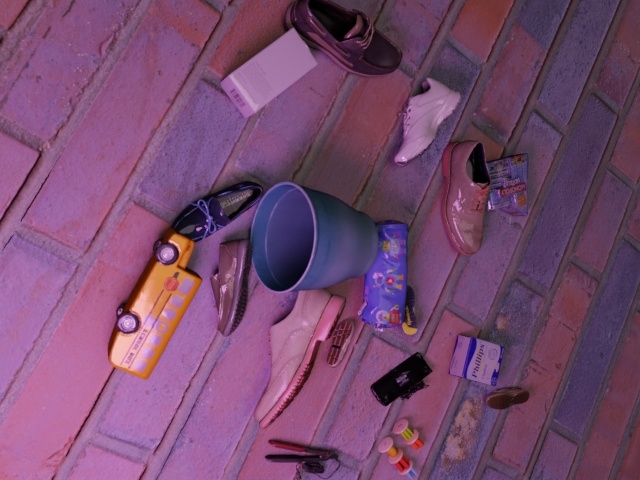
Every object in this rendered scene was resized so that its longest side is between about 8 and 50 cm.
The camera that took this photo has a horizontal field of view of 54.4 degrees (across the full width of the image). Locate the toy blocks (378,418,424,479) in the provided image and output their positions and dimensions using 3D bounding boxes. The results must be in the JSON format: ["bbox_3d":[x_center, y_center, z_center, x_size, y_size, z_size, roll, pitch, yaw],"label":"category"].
[{"bbox_3d":[0.252,0.610,1.803,0.123,0.054,0.148,-45,107,-17],"label":"toy blocks"}]

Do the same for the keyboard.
[{"bbox_3d":[0.239,0.416,1.816,0.192,0.038,0.100,-30,79,-21],"label":"keyboard"}]

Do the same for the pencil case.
[{"bbox_3d":[0.174,0.095,1.730,0.133,0.119,0.307,3,89,-16],"label":"pencil case"}]

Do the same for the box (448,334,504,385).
[{"bbox_3d":[0.476,0.365,1.896,0.137,0.072,0.126,18,82,-23],"label":"box"}]

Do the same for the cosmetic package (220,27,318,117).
[{"bbox_3d":[-0.132,-0.432,1.607,0.231,0.085,0.117,-42,107,-21],"label":"cosmetic package"}]

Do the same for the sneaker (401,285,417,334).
[{"bbox_3d":[0.250,0.203,1.806,0.053,0.059,0.144,-4,74,6],"label":"sneaker"}]

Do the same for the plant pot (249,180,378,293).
[{"bbox_3d":[0.000,0.000,1.584,0.255,0.271,0.272,5,88,-39],"label":"plant pot"}]

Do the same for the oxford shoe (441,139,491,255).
[{"bbox_3d":[0.440,-0.125,1.845,0.122,0.130,0.349,-10,94,-24],"label":"oxford shoe"}]

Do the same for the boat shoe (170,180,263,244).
[{"bbox_3d":[-0.258,-0.080,1.544,0.258,0.089,0.109,-39,106,-17],"label":"boat shoe"}]

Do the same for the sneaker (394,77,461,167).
[{"bbox_3d":[0.285,-0.340,1.804,0.129,0.111,0.297,35,72,-5],"label":"sneaker"}]

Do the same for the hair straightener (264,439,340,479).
[{"bbox_3d":[-0.046,0.598,1.678,0.230,0.047,0.089,18,83,-28],"label":"hair straightener"}]

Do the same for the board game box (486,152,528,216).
[{"bbox_3d":[0.579,-0.159,1.935,0.194,0.060,0.194,-17,100,-35],"label":"board game box"}]

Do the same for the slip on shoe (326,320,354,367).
[{"bbox_3d":[0.057,0.288,1.722,0.136,0.051,0.041,-69,153,-18],"label":"slip on shoe"}]

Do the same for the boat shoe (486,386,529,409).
[{"bbox_3d":[0.584,0.494,1.967,0.152,0.048,0.056,-8,106,-18],"label":"boat shoe"}]

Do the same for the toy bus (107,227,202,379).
[{"bbox_3d":[-0.382,0.142,1.454,0.130,0.108,0.333,30,87,-20],"label":"toy bus"}]

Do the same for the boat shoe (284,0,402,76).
[{"bbox_3d":[0.078,-0.544,1.676,0.355,0.130,0.133,15,84,-24],"label":"boat shoe"}]

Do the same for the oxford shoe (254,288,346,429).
[{"bbox_3d":[-0.083,0.295,1.630,0.146,0.140,0.397,28,82,9],"label":"oxford shoe"}]

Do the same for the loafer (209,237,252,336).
[{"bbox_3d":[-0.232,0.115,1.571,0.087,0.094,0.252,9,88,10],"label":"loafer"}]
